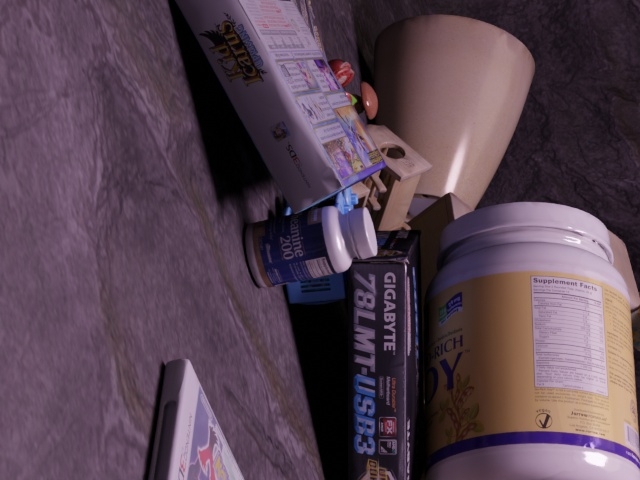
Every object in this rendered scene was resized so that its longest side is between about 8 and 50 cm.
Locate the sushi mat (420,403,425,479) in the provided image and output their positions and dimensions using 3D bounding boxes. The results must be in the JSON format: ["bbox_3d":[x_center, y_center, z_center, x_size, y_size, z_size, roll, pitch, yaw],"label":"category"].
[{"bbox_3d":[0.219,0.247,1.984,0.019,0.317,0.151,40,40,-50],"label":"sushi mat"}]

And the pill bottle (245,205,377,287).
[{"bbox_3d":[-0.009,0.004,1.592,0.067,0.120,0.067,-12,90,-79],"label":"pill bottle"}]

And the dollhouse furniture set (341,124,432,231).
[{"bbox_3d":[0.027,-0.031,2.015,0.101,0.161,0.182,42,-46,28],"label":"dollhouse furniture set"}]

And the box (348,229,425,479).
[{"bbox_3d":[0.076,0.146,1.825,0.293,0.073,0.295,-44,133,-82],"label":"box"}]

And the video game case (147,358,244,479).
[{"bbox_3d":[-0.084,0.222,1.238,0.183,0.023,0.201,-87,161,-52],"label":"video game case"}]

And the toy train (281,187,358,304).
[{"bbox_3d":[0.000,0.000,1.766,0.184,0.080,0.105,-69,154,-73],"label":"toy train"}]

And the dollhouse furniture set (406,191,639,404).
[{"bbox_3d":[0.264,0.157,2.223,0.394,0.362,0.256,36,31,-30],"label":"dollhouse furniture set"}]

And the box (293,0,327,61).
[{"bbox_3d":[-0.032,-0.196,1.852,0.183,0.056,0.231,-50,127,-77],"label":"box"}]

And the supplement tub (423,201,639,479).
[{"bbox_3d":[0.238,0.148,1.856,0.241,0.241,0.331,58,29,-59],"label":"supplement tub"}]

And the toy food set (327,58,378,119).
[{"bbox_3d":[0.036,-0.170,2.124,0.128,0.071,0.217,65,17,-49],"label":"toy food set"}]

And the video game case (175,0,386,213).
[{"bbox_3d":[-0.037,-0.156,1.618,0.244,0.061,0.269,60,13,0],"label":"video game case"}]

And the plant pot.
[{"bbox_3d":[0.185,-0.166,2.517,0.256,0.257,0.274,58,40,-59],"label":"plant pot"}]
